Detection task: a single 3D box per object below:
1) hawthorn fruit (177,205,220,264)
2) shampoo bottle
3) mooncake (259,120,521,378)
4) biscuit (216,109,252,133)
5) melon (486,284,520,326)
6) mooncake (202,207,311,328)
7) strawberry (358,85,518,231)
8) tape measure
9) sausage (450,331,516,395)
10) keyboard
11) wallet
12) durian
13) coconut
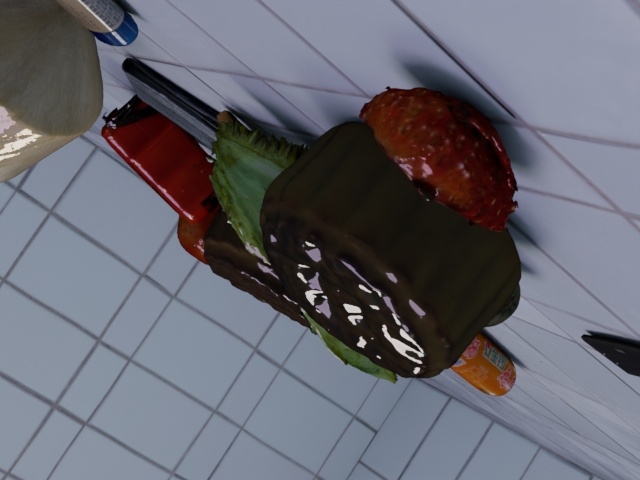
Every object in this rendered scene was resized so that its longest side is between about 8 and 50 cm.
[{"bbox_3d":[-0.192,-0.042,2.314,0.179,0.179,0.200,34,157,-6],"label":"hawthorn fruit"},{"bbox_3d":[-0.296,-0.302,1.402,0.087,0.050,0.183,33,174,36],"label":"shampoo bottle"},{"bbox_3d":[0.065,0.015,1.290,0.290,0.161,0.290,37,161,15],"label":"mooncake"},{"bbox_3d":[-0.089,-0.111,1.628,0.133,0.027,0.184,38,-165,-54],"label":"biscuit"},{"bbox_3d":[0.188,0.055,1.443,0.098,0.098,0.131,39,173,-40],"label":"melon"},{"bbox_3d":[-0.047,0.030,2.030,0.324,0.187,0.324,32,172,5],"label":"mooncake"},{"bbox_3d":[0.114,-0.076,0.994,0.188,0.082,0.121,27,-160,-47],"label":"strawberry"},{"bbox_3d":[-0.273,-0.150,2.042,0.253,0.114,0.260,47,175,-15],"label":"tape measure"},{"bbox_3d":[0.282,0.214,2.175,0.093,0.093,0.312,27,171,46],"label":"sausage"},{"bbox_3d":[0.397,0.157,1.478,0.103,0.041,0.381,36,167,-12],"label":"keyboard"},{"bbox_3d":[-0.204,-0.193,1.810,0.222,0.036,0.167,34,174,4],"label":"wallet"},{"bbox_3d":[-0.004,0.000,1.511,0.394,0.198,0.163,49,164,-13],"label":"durian"},{"bbox_3d":[-0.438,-0.241,1.610,0.329,0.329,0.329,33,173,4],"label":"coconut"}]
